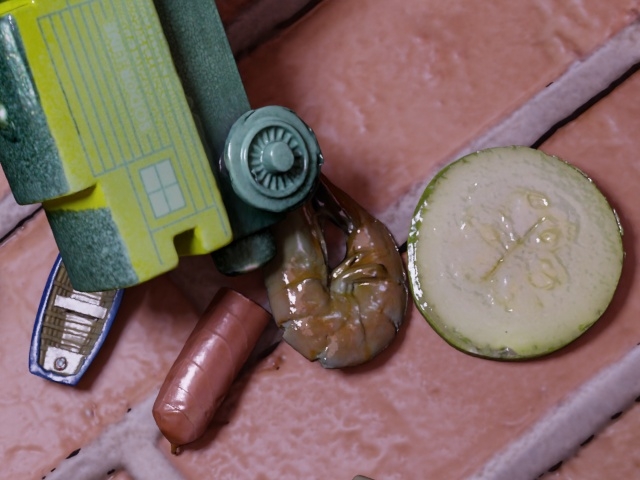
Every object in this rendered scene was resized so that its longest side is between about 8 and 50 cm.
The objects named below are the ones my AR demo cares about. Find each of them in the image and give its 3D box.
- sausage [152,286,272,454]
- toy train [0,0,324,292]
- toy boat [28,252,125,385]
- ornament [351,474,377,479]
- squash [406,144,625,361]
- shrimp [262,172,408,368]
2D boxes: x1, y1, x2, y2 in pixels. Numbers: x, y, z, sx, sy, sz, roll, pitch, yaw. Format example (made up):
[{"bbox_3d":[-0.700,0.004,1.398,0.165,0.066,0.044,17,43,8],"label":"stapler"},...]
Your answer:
[{"bbox_3d":[-0.115,0.131,1.731,0.065,0.065,0.169,28,79,11],"label":"sausage"},{"bbox_3d":[-0.183,-0.154,1.633,0.272,0.179,0.442,-25,101,-32],"label":"toy train"},{"bbox_3d":[-0.232,0.037,1.770,0.080,0.046,0.229,15,77,9],"label":"toy boat"},{"bbox_3d":[0.016,0.349,1.663,0.245,0.061,0.230,-16,73,1],"label":"ornament"},{"bbox_3d":[0.193,0.014,1.746,0.219,0.041,0.219,-1,76,4],"label":"squash"},{"bbox_3d":[0.000,0.000,1.757,0.145,0.061,0.267,-18,69,-13],"label":"shrimp"}]
